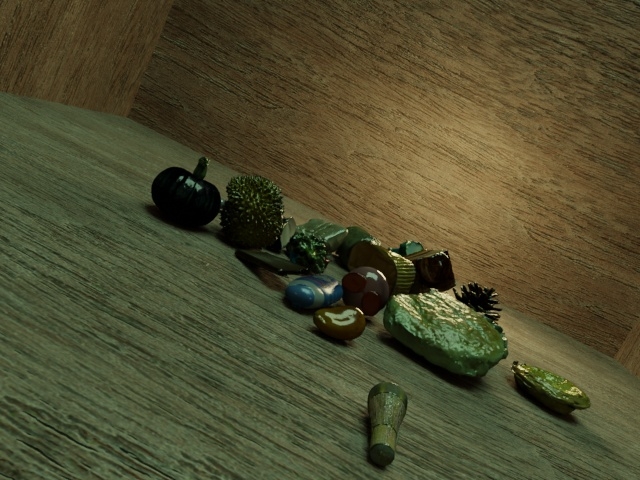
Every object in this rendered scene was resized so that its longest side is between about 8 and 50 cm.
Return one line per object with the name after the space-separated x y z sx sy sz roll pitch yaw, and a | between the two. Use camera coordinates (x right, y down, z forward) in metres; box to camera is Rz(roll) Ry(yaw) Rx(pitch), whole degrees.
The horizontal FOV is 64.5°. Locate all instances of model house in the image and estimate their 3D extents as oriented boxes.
0.365 0.121 2.494 0.241 0.225 0.261 -3 -9 32 | model house

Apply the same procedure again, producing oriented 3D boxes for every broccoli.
-0.046 0.053 1.909 0.155 0.167 0.160 0 13 -5 | broccoli

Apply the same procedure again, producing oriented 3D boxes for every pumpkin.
-0.452 -0.180 1.778 0.248 0.248 0.248 25 10 -5 | pumpkin

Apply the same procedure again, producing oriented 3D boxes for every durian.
-0.252 -0.111 1.850 0.258 0.258 0.292 16 57 -45 | durian

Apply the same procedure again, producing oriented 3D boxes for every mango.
0.054 0.234 1.404 0.159 0.084 0.105 -2 39 -27 | mango

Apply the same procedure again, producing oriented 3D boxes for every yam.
0.177 0.043 2.394 0.195 0.195 0.300 23 9 -18 | yam

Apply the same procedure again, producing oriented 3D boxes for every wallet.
-0.161 0.075 1.656 0.133 0.039 0.243 5 8 -44 | wallet

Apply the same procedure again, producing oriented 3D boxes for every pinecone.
0.621 0.292 2.080 0.264 0.264 0.264 25 10 -5 | pinecone

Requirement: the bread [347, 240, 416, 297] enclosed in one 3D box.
0.260 0.124 2.133 0.156 0.204 0.288 6 16 -45 | bread

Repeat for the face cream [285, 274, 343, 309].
-0.025 0.159 1.569 0.149 0.083 0.264 18 7 19 | face cream

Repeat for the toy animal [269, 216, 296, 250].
-0.204 -0.046 2.045 0.179 0.138 0.166 19 15 9 | toy animal

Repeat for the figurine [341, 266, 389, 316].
0.151 0.170 1.719 0.173 0.173 0.173 25 10 -5 | figurine

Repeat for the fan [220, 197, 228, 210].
-0.419 -0.156 2.230 0.244 0.074 0.130 23 11 -12 | fan

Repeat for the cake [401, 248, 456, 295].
0.462 0.147 2.192 0.196 0.198 0.293 -15 1 -20 | cake

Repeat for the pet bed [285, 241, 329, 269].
-0.056 0.061 2.088 0.201 0.053 0.201 28 3 -2 | pet bed

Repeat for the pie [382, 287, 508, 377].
0.405 0.307 1.661 0.395 0.180 0.418 31 19 30 | pie

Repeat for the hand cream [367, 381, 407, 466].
0.126 0.354 0.976 0.084 0.084 0.203 27 15 3 | hand cream

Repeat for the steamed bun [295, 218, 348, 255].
-0.002 -0.001 2.313 0.211 0.144 0.218 23 37 32 | steamed bun

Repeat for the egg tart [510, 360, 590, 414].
0.795 0.521 1.779 0.279 0.095 0.279 21 7 -3 | egg tart
